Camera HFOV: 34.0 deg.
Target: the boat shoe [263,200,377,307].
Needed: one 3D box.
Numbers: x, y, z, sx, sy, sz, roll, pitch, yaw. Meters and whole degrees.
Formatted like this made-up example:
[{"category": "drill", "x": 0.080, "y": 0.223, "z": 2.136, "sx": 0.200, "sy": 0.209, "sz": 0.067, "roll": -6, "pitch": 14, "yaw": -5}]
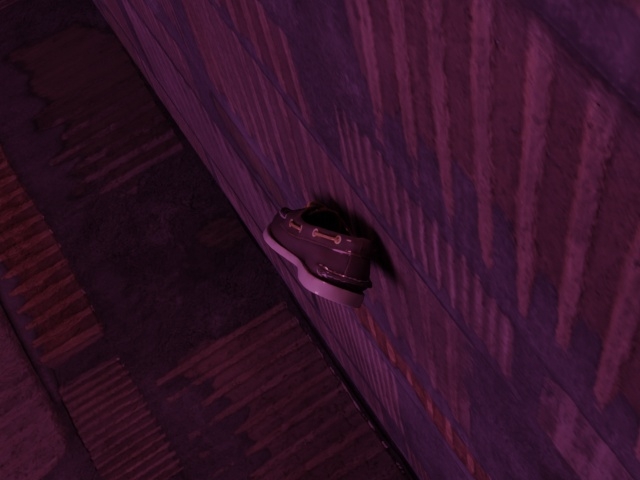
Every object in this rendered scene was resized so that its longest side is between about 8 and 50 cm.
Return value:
[{"category": "boat shoe", "x": 0.000, "y": 0.000, "z": 1.529, "sx": 0.117, "sy": 0.096, "sz": 0.324, "roll": 18, "pitch": -170, "yaw": -19}]
